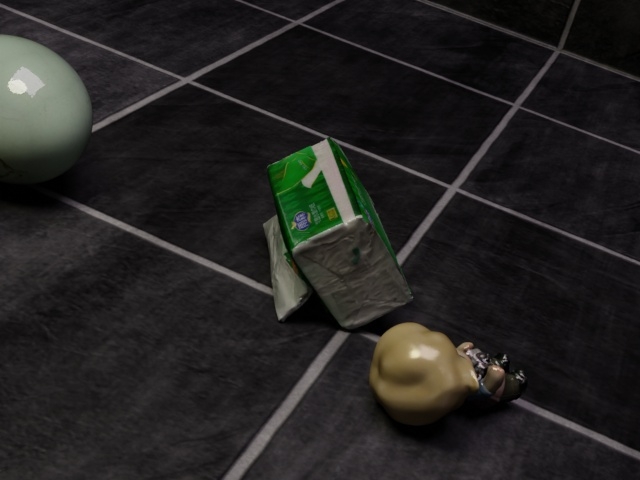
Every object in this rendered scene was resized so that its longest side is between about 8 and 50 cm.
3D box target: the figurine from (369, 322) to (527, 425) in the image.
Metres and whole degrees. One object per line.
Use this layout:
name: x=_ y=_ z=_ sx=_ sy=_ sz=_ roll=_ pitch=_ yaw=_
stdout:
figurine: x=0.147 y=0.148 z=1.144 sx=0.196 sy=0.108 sz=0.114 roll=4 pitch=34 yaw=-33

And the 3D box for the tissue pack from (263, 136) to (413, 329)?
tissue pack: x=-0.001 y=0.000 z=1.294 sx=0.156 sy=0.148 sz=0.209 roll=-26 pitch=34 yaw=6

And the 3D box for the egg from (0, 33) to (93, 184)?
egg: x=-0.405 y=-0.173 z=1.336 sx=0.264 sy=0.183 sz=0.183 roll=28 pitch=30 yaw=34
